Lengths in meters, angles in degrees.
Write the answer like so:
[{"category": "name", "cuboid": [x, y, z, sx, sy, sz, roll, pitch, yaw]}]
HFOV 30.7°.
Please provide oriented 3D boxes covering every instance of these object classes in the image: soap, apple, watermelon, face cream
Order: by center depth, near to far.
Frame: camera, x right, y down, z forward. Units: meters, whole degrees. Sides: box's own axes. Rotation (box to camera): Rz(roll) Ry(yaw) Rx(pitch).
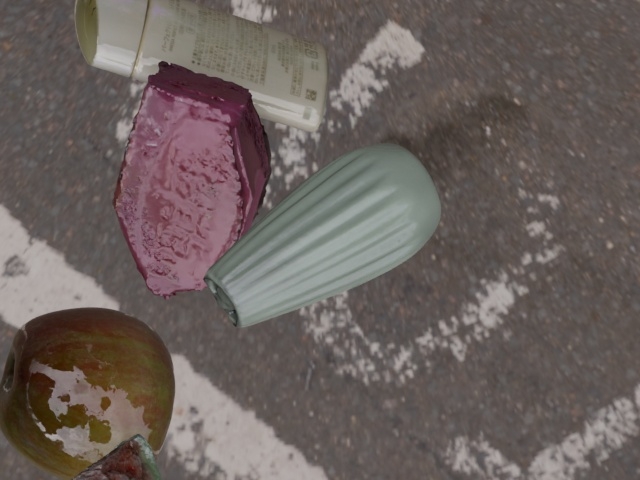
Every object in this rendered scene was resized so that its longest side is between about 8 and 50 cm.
[{"category": "watermelon", "cuboid": [-0.189, 0.260, 1.064, 0.071, 0.187, 0.139, -7, 152, 19]}, {"category": "soap", "cuboid": [-0.162, -0.062, 1.473, 0.182, 0.112, 0.289, 20, 119, 1]}, {"category": "face cream", "cuboid": [-0.161, -0.254, 1.562, 0.348, 0.174, 0.081, 15, 134, -16]}, {"category": "apple", "cuboid": [-0.338, 0.219, 1.676, 0.233, 0.257, 0.257, 18, 110, -25]}]

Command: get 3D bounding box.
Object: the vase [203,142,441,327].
[{"category": "vase", "cuboid": [0.000, 0.000, 1.189, 0.248, 0.128, 0.128, -31, 110, -17]}]
